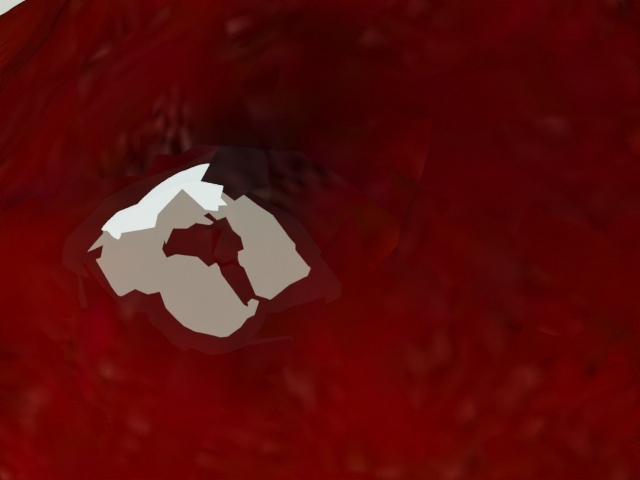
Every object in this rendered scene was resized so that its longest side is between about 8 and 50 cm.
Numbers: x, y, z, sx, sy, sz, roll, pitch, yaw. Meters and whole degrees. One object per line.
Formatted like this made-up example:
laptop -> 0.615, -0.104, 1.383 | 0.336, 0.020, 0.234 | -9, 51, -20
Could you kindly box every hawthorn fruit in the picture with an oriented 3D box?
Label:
hawthorn fruit -> 0.000, 0.000, 0.494 | 0.265, 0.307, 0.265 | -171, 90, -74
